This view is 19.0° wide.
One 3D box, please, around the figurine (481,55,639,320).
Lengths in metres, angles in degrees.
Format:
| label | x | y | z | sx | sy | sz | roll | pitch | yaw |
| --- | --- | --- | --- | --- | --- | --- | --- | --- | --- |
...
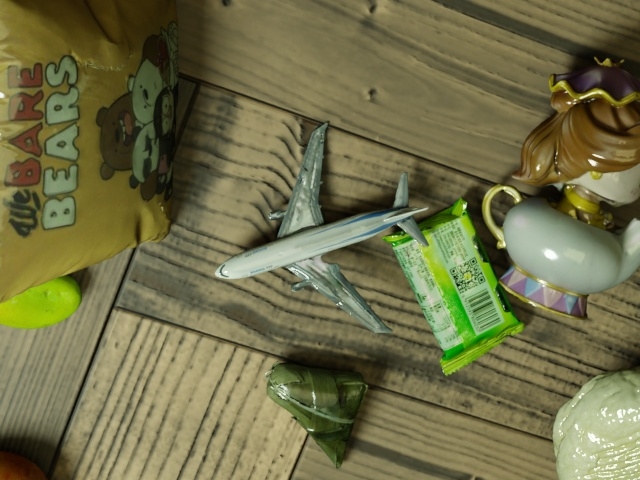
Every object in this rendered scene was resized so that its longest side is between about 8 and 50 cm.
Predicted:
| label | x | y | z | sx | sy | sz | roll | pitch | yaw |
| --- | --- | --- | --- | --- | --- | --- | --- | --- | --- |
| figurine | 0.274 | -0.058 | 1.967 | 0.189 | 0.142 | 0.263 | 21 | 102 | 5 |

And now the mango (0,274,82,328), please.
| label | x | y | z | sx | sy | sz | roll | pitch | yaw |
| --- | --- | --- | --- | --- | --- | --- | --- | --- | --- |
| mango | -0.292 | 0.053 | 1.914 | 0.108 | 0.056 | 0.073 | 6 | 111 | -17 |

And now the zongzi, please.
| label | x | y | z | sx | sy | sz | roll | pitch | yaw |
| --- | --- | --- | --- | --- | --- | --- | --- | --- | --- |
| zongzi | -0.016 | 0.187 | 2.024 | 0.109 | 0.055 | 0.119 | 10 | 116 | -13 |

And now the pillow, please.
| label | x | y | z | sx | sy | sz | roll | pitch | yaw |
| --- | --- | --- | --- | --- | --- | --- | --- | --- | --- |
| pillow | -0.228 | -0.108 | 1.781 | 0.119 | 0.312 | 0.310 | 15 | 110 | 28 |

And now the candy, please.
| label | x | y | z | sx | sy | sz | roll | pitch | yaw |
| --- | --- | --- | --- | --- | --- | --- | --- | --- | --- |
| candy | 0.142 | 0.047 | 2.025 | 0.102 | 0.032 | 0.178 | -27 | 111 | -1 |

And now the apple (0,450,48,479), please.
| label | x | y | z | sx | sy | sz | roll | pitch | yaw |
| --- | --- | --- | --- | --- | --- | --- | --- | --- | --- |
| apple | -0.329 | 0.276 | 1.950 | 0.126 | 0.102 | 0.126 | -4 | 108 | -11 |

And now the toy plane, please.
| label | x | y | z | sx | sy | sz | roll | pitch | yaw |
| --- | --- | --- | --- | --- | --- | --- | --- | --- | --- |
| toy plane | 0.001 | -0.001 | 1.957 | 0.226 | 0.058 | 0.226 | -17 | 93 | 1 |

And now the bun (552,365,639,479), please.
| label | x | y | z | sx | sy | sz | roll | pitch | yaw |
| --- | --- | --- | --- | --- | --- | --- | --- | --- | --- |
| bun | 0.357 | 0.220 | 2.072 | 0.220 | 0.134 | 0.220 | 8 | 125 | 11 |
